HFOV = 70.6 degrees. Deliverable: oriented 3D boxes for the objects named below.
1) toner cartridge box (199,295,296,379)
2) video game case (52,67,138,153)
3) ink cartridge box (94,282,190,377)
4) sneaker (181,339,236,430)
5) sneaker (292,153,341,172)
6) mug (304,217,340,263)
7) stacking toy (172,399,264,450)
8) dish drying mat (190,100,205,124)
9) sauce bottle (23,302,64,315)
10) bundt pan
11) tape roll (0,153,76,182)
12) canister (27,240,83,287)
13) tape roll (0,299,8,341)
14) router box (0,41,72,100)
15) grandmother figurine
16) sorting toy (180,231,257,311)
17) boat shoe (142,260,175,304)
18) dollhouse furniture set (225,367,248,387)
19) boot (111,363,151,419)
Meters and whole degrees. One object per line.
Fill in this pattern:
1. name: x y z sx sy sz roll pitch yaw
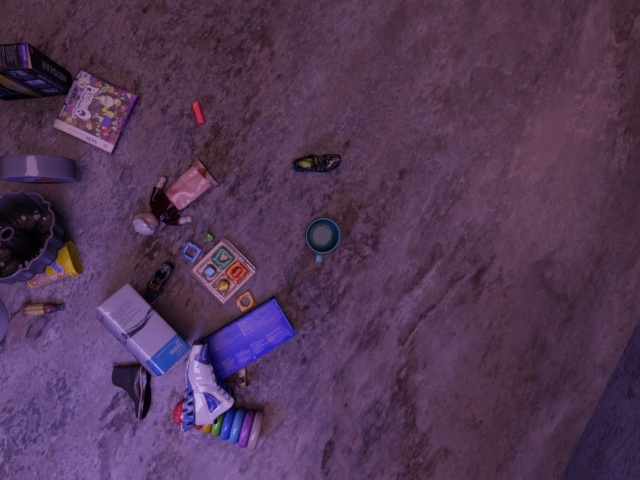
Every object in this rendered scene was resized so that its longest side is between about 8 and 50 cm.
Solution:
1. toner cartridge box: -0.281 0.368 1.691 0.347 0.075 0.165 -30 94 -5
2. video game case: -0.800 -0.459 1.616 0.210 0.042 0.232 25 89 -14
3. ink cartridge box: -0.620 0.316 1.566 0.307 0.223 0.129 48 59 -5
4. sneaker: -0.384 0.509 1.596 0.182 0.127 0.316 5 92 -13
5. sneaker: -0.013 -0.290 1.700 0.187 0.078 0.067 -7 93 -7
6. mug: -0.004 -0.009 1.699 0.129 0.097 0.158 42 88 -6
7. stacking toy: -0.382 0.667 1.665 0.329 0.141 0.141 14 90 -3
8. dish drying mat: -0.455 -0.475 1.680 0.032 0.008 0.084 -17 93 -6
9. sauce bottle: -0.992 0.246 1.625 0.128 0.042 0.042 -2 92 -6
10. bundt pan: -1.021 0.002 1.532 0.330 0.124 0.331 -3 65 6
11. tape roll: -0.949 -0.239 1.527 0.218 0.219 0.073 -1 91 -6
12. canister: -0.957 0.088 1.610 0.169 0.073 0.126 -19 93 -4
13. tape roll: -1.235 0.291 1.536 0.245 0.169 0.247 0 93 -6
14. router box: -0.992 -0.540 1.468 0.242 0.309 0.081 -8 95 -7
15. grandmother figurine: -0.535 -0.138 1.643 0.342 0.104 0.208 -38 68 -1
16. sorting toy: -0.363 0.118 1.688 0.196 0.047 0.348 -45 96 -3
17. boat shoe: -0.599 0.155 1.645 0.065 0.083 0.184 31 88 -6
18. dollhouse furniture set: -0.333 0.512 1.694 0.114 0.091 0.081 -6 77 -3
19. boot: -0.700 0.552 1.658 0.136 0.077 0.198 0 79 -2
